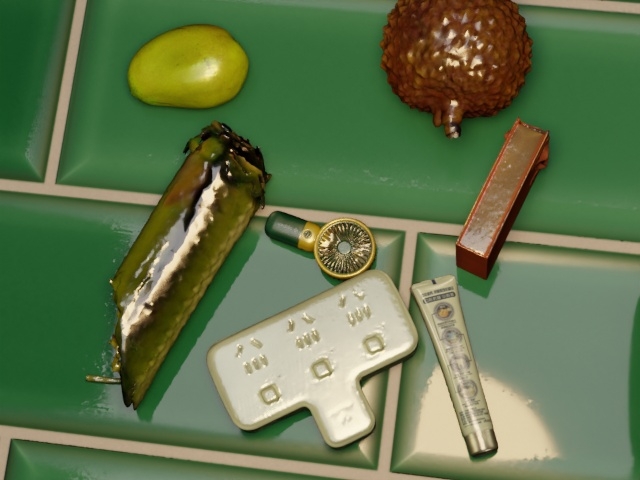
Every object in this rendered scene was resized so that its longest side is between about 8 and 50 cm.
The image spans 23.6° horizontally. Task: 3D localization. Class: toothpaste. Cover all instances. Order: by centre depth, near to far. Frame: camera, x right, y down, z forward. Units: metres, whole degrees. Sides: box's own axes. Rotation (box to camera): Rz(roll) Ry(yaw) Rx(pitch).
[{"bbox_3d":[0.176,0.159,1.964,0.062,0.039,0.239,-16,73,-2],"label":"toothpaste"}]

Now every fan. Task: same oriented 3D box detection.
[{"bbox_3d":[0.000,0.000,2.020,0.155,0.039,0.082,21,80,12],"label":"fan"}]

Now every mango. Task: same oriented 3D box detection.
[{"bbox_3d":[-0.179,-0.237,2.070,0.163,0.089,0.117,5,77,8],"label":"mango"}]

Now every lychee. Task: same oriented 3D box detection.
[{"bbox_3d":[0.175,-0.242,1.986,0.200,0.200,0.238,5,65,7],"label":"lychee"}]

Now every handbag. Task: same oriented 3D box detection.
[{"bbox_3d":[0.234,-0.054,1.964,0.063,0.127,0.190,24,79,11],"label":"handbag"}]

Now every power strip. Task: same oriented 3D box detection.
[{"bbox_3d":[0.004,0.171,1.967,0.265,0.059,0.193,-26,75,-2],"label":"power strip"}]

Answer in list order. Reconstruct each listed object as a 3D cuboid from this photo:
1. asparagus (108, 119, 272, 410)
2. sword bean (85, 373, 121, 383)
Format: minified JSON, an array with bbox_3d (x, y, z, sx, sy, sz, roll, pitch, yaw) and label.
[{"bbox_3d":[-0.192,0.029,1.995,0.128,0.108,0.382,33,81,-20],"label":"asparagus"},{"bbox_3d":[-0.268,0.184,2.016,0.083,0.012,0.012,3,77,5],"label":"sword bean"}]
